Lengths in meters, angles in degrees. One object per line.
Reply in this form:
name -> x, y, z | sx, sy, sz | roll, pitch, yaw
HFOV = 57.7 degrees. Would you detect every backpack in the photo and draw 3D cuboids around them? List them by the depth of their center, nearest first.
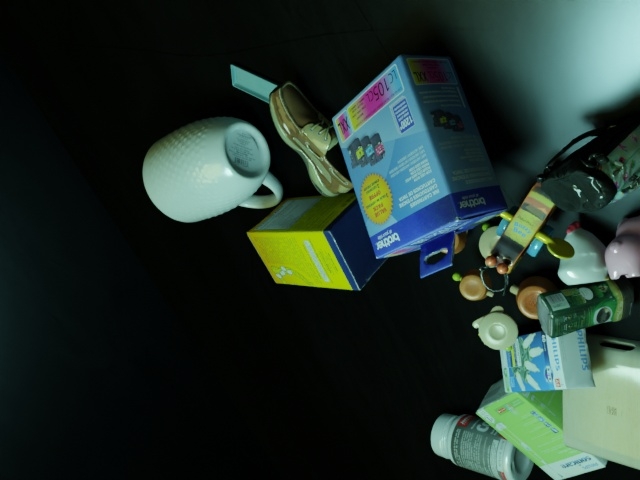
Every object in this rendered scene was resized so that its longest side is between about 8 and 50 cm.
backpack -> 0.486, -0.127, 0.987 | 0.115, 0.182, 0.152 | 56, 166, -11

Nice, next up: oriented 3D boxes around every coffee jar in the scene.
coffee jar -> 0.550, 0.134, 1.203 | 0.079, 0.184, 0.096 | -103, -3, -52

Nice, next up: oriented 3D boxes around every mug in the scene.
mug -> -0.277, -0.195, 1.705 | 0.374, 0.276, 0.328 | 31, 150, -36

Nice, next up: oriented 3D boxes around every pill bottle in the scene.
pill bottle -> 0.494, 0.630, 1.792 | 0.283, 0.161, 0.161 | 0, 125, 48

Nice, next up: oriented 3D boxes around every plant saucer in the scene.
plant saucer -> -0.160, -0.408, 1.538 | 0.192, 0.018, 0.067 | 31, 144, 23

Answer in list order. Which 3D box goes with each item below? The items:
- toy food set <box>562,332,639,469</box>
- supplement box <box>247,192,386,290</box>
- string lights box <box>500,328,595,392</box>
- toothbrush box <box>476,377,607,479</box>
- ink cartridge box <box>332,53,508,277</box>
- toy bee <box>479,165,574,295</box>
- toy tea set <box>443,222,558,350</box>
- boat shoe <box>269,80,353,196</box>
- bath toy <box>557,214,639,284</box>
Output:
toy food set -> 0.680, 0.370, 1.328 | 0.219, 0.092, 0.306 | 6, 106, 45
supplement box -> 0.000, 0.000, 1.634 | 0.356, 0.194, 0.195 | 1, 126, 48
string lights box -> 0.522, 0.284, 1.362 | 0.260, 0.076, 0.133 | 124, 145, -70
toothbrush box -> 0.601, 0.488, 1.560 | 0.283, 0.122, 0.206 | 41, 145, 9
ink cartridge box -> 0.198, -0.132, 1.180 | 0.270, 0.151, 0.396 | -32, 74, 56
toy bee -> 0.399, 0.005, 1.151 | 0.195, 0.162, 0.298 | 14, 113, 30
toy tea set -> 0.407, 0.076, 1.353 | 0.200, 0.124, 0.336 | -33, 80, 23
boat shoe -> 0.000, -0.255, 1.449 | 0.120, 0.123, 0.324 | -6, 129, 44
bath toy -> 0.590, 0.001, 1.058 | 0.348, 0.151, 0.129 | -21, 74, 58
